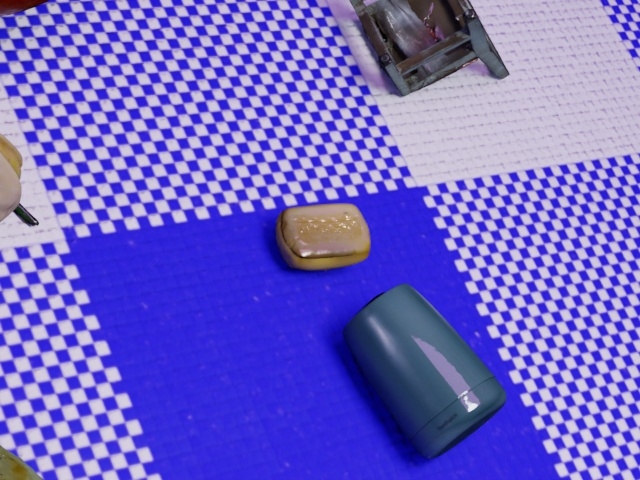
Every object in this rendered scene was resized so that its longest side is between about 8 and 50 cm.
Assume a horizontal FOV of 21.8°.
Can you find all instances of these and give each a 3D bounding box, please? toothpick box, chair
[{"bbox_3d":[0.111,0.142,1.872,0.120,0.120,0.184,-27,73,-41],"label":"toothpick box"},{"bbox_3d":[0.138,-0.273,2.182,0.136,0.147,0.270,64,7,16],"label":"chair"}]

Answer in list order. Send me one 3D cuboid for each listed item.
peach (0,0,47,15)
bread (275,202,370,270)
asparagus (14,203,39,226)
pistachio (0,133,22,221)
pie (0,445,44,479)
[{"bbox_3d":[-0.370,-0.431,1.815,0.353,0.339,0.416,41,52,-1],"label":"peach"},{"bbox_3d":[0.000,0.000,1.941,0.115,0.056,0.082,-8,64,-28],"label":"bread"},{"bbox_3d":[-0.363,-0.074,1.793,0.166,0.016,0.013,45,81,1],"label":"asparagus"},{"bbox_3d":[-0.393,-0.075,1.687,0.200,0.145,0.117,22,50,-28],"label":"pistachio"},{"bbox_3d":[-0.405,0.300,1.406,0.418,0.180,0.395,16,51,-31],"label":"pie"}]
